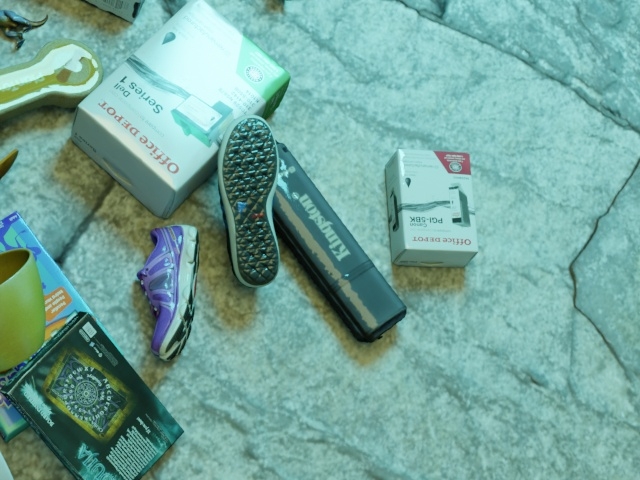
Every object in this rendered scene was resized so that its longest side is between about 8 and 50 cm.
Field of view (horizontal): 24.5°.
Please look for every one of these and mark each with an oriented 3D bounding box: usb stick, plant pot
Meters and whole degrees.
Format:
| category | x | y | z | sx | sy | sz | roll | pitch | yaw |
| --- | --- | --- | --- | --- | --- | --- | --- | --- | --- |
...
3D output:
| category | x | y | z | sx | sy | sz | roll | pitch | yaw |
| --- | --- | --- | --- | --- | --- | --- | --- | --- | --- |
| usb stick | 0.000 | 0.000 | 1.781 | 0.077 | 0.045 | 0.278 | -33 | 81 | -22 |
| plant pot | -0.346 | 0.083 | 1.572 | 0.134 | 0.134 | 0.095 | -34 | 112 | -23 |

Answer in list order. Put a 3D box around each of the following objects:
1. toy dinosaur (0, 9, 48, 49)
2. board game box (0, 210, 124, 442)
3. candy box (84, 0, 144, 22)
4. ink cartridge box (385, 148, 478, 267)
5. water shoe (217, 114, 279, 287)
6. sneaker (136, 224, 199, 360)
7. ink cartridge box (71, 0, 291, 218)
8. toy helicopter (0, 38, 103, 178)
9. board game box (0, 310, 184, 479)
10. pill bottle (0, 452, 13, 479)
| category | x | y | z | sx | sy | sz | roll | pitch | yaw |
| --- | --- | --- | --- | --- | --- | --- | --- | --- | --- |
| toy dinosaur | -0.393 | -0.267 | 1.792 | 0.082 | 0.047 | 0.090 | 35 | 32 | 9 |
| board game box | -0.346 | 0.095 | 1.653 | 0.160 | 0.047 | 0.210 | -36 | 83 | -23 |
| candy box | -0.287 | -0.389 | 1.836 | 0.196 | 0.070 | 0.165 | 23 | 66 | -6 |
| ink cartridge box | 0.138 | -0.040 | 1.826 | 0.099 | 0.056 | 0.135 | 2 | 69 | -15 |
| water shoe | -0.091 | -0.045 | 1.735 | 0.073 | 0.080 | 0.203 | -1 | 89 | -17 |
| sneaker | -0.181 | 0.061 | 1.712 | 0.071 | 0.068 | 0.170 | 2 | 60 | 2 |
| ink cartridge box | -0.168 | -0.160 | 1.770 | 0.160 | 0.092 | 0.219 | 40 | 65 | 3 |
| toy helicopter | -0.399 | -0.139 | 1.685 | 0.355 | 0.140 | 0.235 | -24 | 74 | -31 |
| board game box | -0.247 | 0.187 | 1.610 | 0.126 | 0.026 | 0.186 | -46 | 116 | -24 |
| pill bottle | -0.453 | 0.279 | 1.498 | 0.265 | 0.153 | 0.153 | -31 | 80 | -23 |
